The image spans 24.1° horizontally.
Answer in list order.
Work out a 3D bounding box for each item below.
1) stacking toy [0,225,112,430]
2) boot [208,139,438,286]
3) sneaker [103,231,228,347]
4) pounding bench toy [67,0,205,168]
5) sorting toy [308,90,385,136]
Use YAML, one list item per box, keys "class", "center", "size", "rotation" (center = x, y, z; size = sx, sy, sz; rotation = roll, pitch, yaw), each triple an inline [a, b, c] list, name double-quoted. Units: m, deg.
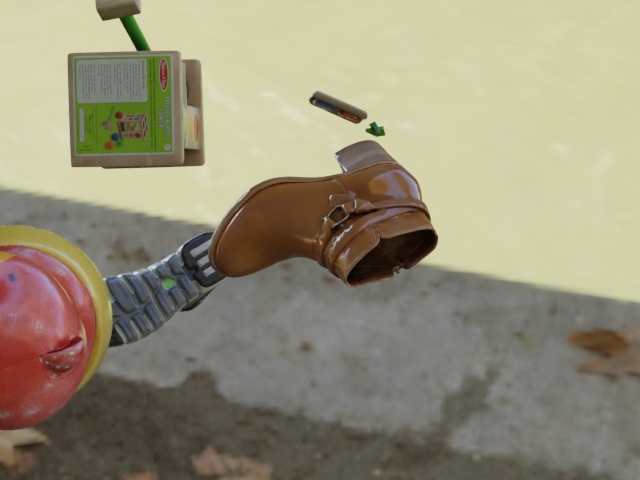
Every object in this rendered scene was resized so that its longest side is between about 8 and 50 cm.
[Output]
- class: "stacking toy"
  center: [-0.302, 0.039, 0.865]
  size: [0.309, 0.279, 0.130]
  rotation: [-29, 13, -2]
- class: "boot"
  center: [0.000, 0.000, 1.301]
  size: [0.197, 0.073, 0.152]
  rotation: [-34, 38, 4]
- class: "sneaker"
  center: [-0.206, 0.077, 1.835]
  size: [0.228, 0.132, 0.086]
  rotation: [-26, 80, -14]
- class: "pounding bench toy"
  center: [-0.085, -0.076, 0.709]
  size: [0.052, 0.083, 0.065]
  rotation: [-1, 3, 6]
- class: "sorting toy"
  center: [0.028, -0.122, 1.460]
  size: [0.083, 0.012, 0.062]
  rotation: [24, -4, -4]
